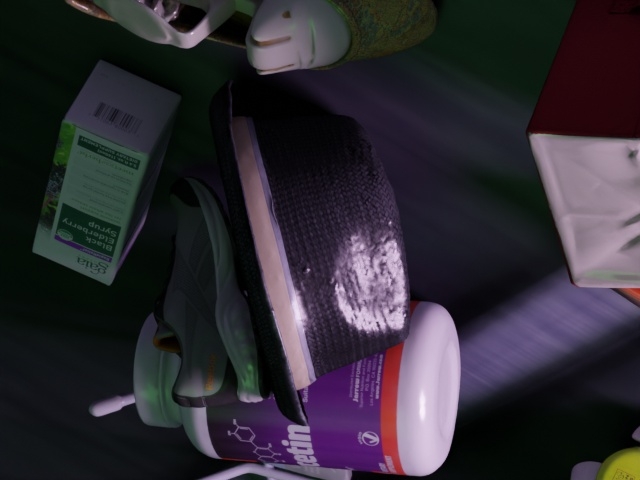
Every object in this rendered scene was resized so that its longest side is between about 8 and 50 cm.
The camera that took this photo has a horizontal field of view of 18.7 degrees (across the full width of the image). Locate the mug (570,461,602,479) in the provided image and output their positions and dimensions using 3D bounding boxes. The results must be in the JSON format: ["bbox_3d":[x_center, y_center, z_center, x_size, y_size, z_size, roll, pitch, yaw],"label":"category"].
[{"bbox_3d":[0.307,0.292,2.157,0.078,0.064,0.062,37,140,-15],"label":"mug"}]

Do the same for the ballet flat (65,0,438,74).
[{"bbox_3d":[-0.074,-0.208,1.735,0.348,0.123,0.123,17,142,10],"label":"ballet flat"}]

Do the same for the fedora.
[{"bbox_3d":[0.000,0.000,1.837,0.152,0.334,0.334,-14,135,0],"label":"fedora"}]

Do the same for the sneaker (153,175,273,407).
[{"bbox_3d":[-0.125,0.048,1.955,0.108,0.272,0.100,-15,145,0],"label":"sneaker"}]

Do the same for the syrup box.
[{"bbox_3d":[-0.221,-0.065,1.998,0.093,0.096,0.237,24,141,0],"label":"syrup box"}]

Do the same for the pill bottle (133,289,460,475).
[{"bbox_3d":[-0.024,0.146,2.042,0.322,0.181,0.181,3,138,15],"label":"pill bottle"}]

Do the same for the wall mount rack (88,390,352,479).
[{"bbox_3d":[-0.089,0.244,2.261,0.304,0.130,0.350,11,139,17],"label":"wall mount rack"}]

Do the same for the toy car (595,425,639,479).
[{"bbox_3d":[0.372,0.280,2.067,0.182,0.159,0.136,26,179,-2],"label":"toy car"}]

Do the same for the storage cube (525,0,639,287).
[{"bbox_3d":[0.299,-0.085,1.615,0.183,0.193,0.215,3,136,26],"label":"storage cube"}]

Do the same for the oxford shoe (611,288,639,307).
[{"bbox_3d":[0.344,0.059,1.841,0.271,0.097,0.098,26,148,-2],"label":"oxford shoe"}]
